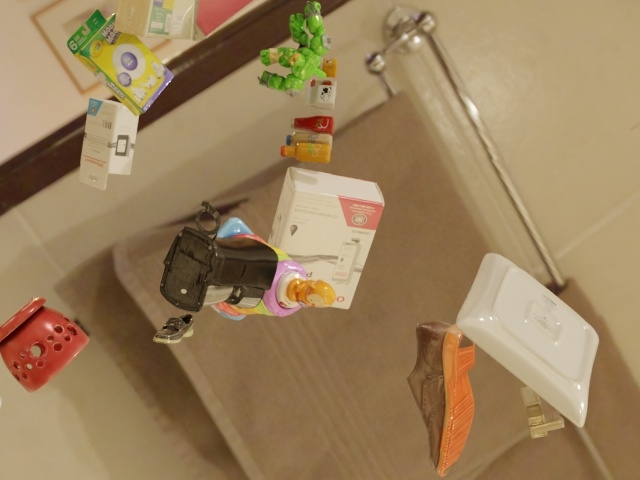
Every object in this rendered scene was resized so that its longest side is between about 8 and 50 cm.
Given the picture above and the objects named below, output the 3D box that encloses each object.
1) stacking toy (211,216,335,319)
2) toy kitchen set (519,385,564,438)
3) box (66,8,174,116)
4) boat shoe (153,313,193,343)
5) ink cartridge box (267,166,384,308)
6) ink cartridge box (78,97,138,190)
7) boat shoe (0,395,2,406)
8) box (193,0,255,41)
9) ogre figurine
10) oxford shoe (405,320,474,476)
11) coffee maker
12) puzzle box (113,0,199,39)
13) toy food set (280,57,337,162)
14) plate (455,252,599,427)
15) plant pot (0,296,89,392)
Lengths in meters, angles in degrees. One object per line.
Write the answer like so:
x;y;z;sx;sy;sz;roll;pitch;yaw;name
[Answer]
-0.082;0.081;1.503;0.301;0.166;0.175;13;-29;45;stacking toy
0.450;0.345;1.645;0.083;0.068;0.075;67;12;-44;toy kitchen set
-0.363;-0.327;1.471;0.179;0.105;0.043;44;-30;-25;box
-0.312;0.186;1.725;0.152;0.056;0.049;-22;122;-79;boat shoe
0.000;0.000;1.795;0.117;0.207;0.283;-105;-153;-58;ink cartridge box
-0.447;-0.202;1.708;0.104;0.060;0.180;19;-77;38;ink cartridge box
-0.518;0.304;1.182;0.063;0.066;0.184;44;47;-51;boat shoe
-0.225;-0.577;1.856;0.127;0.232;0.148;53;-10;-20;box
-0.043;-0.376;1.636;0.118;0.197;0.097;51;4;37;ogre figurine
0.268;0.356;1.847;0.132;0.130;0.364;9;-77;33;oxford shoe
-0.153;0.036;1.336;0.120;0.171;0.178;47;21;23;coffee maker
-0.250;-0.480;1.366;0.052;0.272;0.409;13;13;-2;puzzle box
-0.023;-0.276;1.744;0.111;0.104;0.232;78;16;-82;toy food set
0.388;0.157;1.451;0.277;0.278;0.045;39;-55;1;plate
-0.688;0.244;1.967;0.174;0.191;0.191;50;-9;-9;plant pot
